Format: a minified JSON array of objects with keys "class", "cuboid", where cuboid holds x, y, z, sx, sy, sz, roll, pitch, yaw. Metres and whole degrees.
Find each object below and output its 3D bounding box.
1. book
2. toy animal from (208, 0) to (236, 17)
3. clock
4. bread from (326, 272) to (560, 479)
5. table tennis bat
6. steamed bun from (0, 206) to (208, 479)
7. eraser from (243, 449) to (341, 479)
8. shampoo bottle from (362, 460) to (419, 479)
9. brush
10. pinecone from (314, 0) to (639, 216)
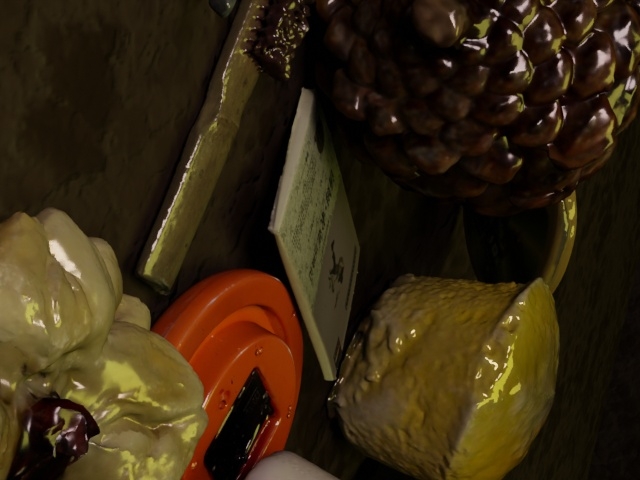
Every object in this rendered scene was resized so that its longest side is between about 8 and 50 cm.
[{"class":"book","cuboid":[0.000,0.000,0.734,0.182,0.014,0.127,73,23,-50]},{"class":"toy animal","cuboid":[0.003,-0.247,0.552,0.269,0.082,0.137,-56,149,-36]},{"class":"clock","cuboid":[-0.066,0.118,0.659,0.205,0.051,0.205,-44,141,-50]},{"class":"bread","cuboid":[0.115,0.115,0.899,0.197,0.170,0.197,-38,134,-52]},{"class":"table tennis bat","cuboid":[0.194,-0.065,0.930,0.321,0.050,0.199,111,-28,-56]},{"class":"steamed bun","cuboid":[-0.124,0.078,0.445,0.192,0.106,0.177,-63,155,-27]},{"class":"eraser","cuboid":[-0.030,0.312,0.690,0.331,0.149,0.331,-60,167,-24]},{"class":"shampoo bottle","cuboid":[0.055,0.278,0.992,0.309,0.071,0.098,-47,147,-43]},{"class":"brush","cuboid":[-0.045,-0.085,0.604,0.043,0.036,0.248,42,65,-59]},{"class":"pinecone","cuboid":[0.115,-0.127,0.708,0.272,0.224,0.224,11,94,-70]}]
